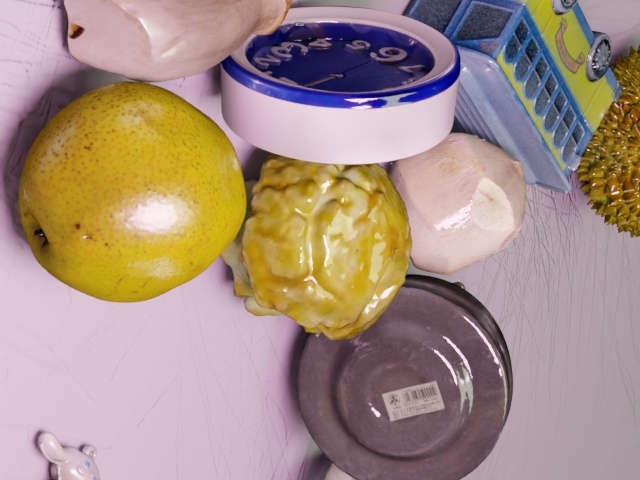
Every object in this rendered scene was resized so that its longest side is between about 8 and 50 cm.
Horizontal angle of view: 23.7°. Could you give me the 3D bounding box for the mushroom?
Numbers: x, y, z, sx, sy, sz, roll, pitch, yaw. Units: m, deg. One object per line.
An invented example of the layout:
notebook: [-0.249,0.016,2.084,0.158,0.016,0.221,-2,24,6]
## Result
mushroom: [-0.126,-0.200,1.368,0.247,0.108,0.096,-20,158,-45]

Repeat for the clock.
clock: [0.018,-0.152,1.470,0.230,0.230,0.083,-31,135,-42]

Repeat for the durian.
durian: [0.471,-0.125,2.137,0.291,0.224,0.291,21,58,-38]

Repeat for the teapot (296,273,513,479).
teapot: [0.110,0.186,1.785,0.239,0.239,0.321,-40,134,-72]

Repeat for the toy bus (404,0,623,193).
toy bus: [0.229,-0.209,1.801,0.190,0.152,0.312,-60,145,-13]

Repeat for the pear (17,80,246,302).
pear: [-0.167,-0.041,1.325,0.198,0.198,0.198,-30,131,-43]

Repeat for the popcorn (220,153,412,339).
popcorn: [0.000,0.000,1.579,0.204,0.183,0.221,-63,145,-19]

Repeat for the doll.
doll: [-0.246,0.253,1.489,0.135,0.071,0.113,39,57,-61]

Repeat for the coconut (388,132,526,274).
coconut: [0.162,-0.047,1.772,0.162,0.161,0.161,-22,137,2]
